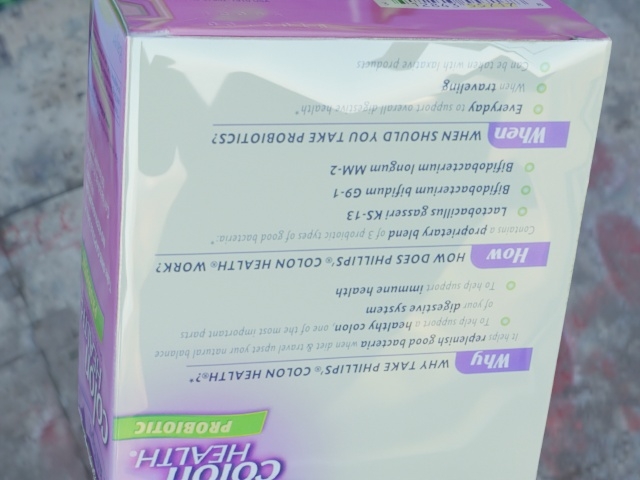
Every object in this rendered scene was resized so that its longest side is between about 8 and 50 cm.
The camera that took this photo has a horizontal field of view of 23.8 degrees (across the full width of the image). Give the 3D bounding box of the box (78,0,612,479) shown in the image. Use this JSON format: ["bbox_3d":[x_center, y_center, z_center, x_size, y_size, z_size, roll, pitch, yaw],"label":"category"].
[{"bbox_3d":[0.000,0.000,0.721,0.213,0.243,0.117,-2,25,-16],"label":"box"}]
